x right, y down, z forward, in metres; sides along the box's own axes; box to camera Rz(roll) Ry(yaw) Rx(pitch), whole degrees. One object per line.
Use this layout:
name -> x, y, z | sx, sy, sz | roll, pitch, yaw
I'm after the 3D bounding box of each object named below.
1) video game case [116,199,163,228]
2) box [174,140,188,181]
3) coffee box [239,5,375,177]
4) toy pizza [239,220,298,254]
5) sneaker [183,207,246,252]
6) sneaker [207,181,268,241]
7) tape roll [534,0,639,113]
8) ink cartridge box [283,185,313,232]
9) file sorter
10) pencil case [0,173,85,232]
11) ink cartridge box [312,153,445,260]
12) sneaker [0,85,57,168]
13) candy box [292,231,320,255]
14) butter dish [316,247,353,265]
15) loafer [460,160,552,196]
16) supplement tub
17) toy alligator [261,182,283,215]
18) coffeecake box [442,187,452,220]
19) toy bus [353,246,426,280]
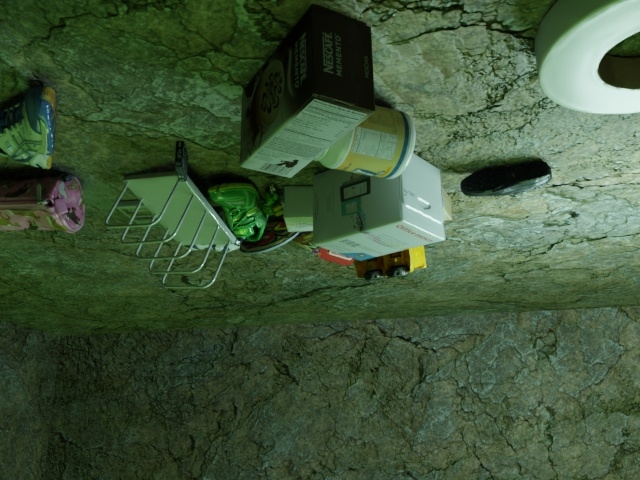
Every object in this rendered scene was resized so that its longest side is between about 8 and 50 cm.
video game case -> -0.464, -0.079, 1.861 | 0.213, 0.023, 0.193 | -3, 162, 9
box -> -0.325, -0.184, 1.470 | 0.018, 0.067, 0.083 | 1, 163, -4
coffee box -> -0.034, -0.249, 1.117 | 0.119, 0.168, 0.297 | 9, 159, -28
toy pizza -> -0.153, -0.019, 1.884 | 0.201, 0.032, 0.201 | -19, -160, 7
sneaker -> -0.286, -0.034, 1.886 | 0.235, 0.094, 0.153 | 5, 155, -38
sneaker -> -0.212, -0.075, 1.716 | 0.110, 0.123, 0.295 | -6, 161, 17
tape roll -> 0.558, -0.331, 1.036 | 0.393, 0.071, 0.392 | 0, 161, 0
ink cartridge box -> -0.053, -0.084, 1.747 | 0.090, 0.092, 0.143 | -2, 163, 2
file sorter -> -0.389, -0.021, 1.628 | 0.193, 0.173, 0.277 | -2, 141, 27
pencil case -> -0.810, -0.090, 1.606 | 0.387, 0.160, 0.167 | -1, 137, 4
ink cartridge box -> 0.145, -0.084, 1.578 | 0.270, 0.197, 0.198 | -15, 156, 38
sneaker -> -0.608, -0.223, 1.274 | 0.131, 0.111, 0.296 | 8, 159, -24
candy box -> 0.000, 0.000, 2.030 | 0.109, 0.053, 0.187 | -13, 148, 36
butter dish -> 0.056, -0.021, 1.924 | 0.160, 0.118, 0.159 | 17, 111, -45
loafer -> 0.471, -0.145, 1.594 | 0.223, 0.076, 0.078 | -10, 152, 16
supplement tub -> 0.076, -0.209, 1.277 | 0.200, 0.144, 0.144 | 8, 160, -23
toy alligator -> -0.138, -0.105, 1.707 | 0.051, 0.056, 0.189 | -30, 163, -5
coffeecake box -> 0.259, -0.096, 1.754 | 0.186, 0.068, 0.142 | -8, 162, 23
toy bus -> 0.250, 0.049, 2.121 | 0.220, 0.149, 0.212 | -12, 175, 37
